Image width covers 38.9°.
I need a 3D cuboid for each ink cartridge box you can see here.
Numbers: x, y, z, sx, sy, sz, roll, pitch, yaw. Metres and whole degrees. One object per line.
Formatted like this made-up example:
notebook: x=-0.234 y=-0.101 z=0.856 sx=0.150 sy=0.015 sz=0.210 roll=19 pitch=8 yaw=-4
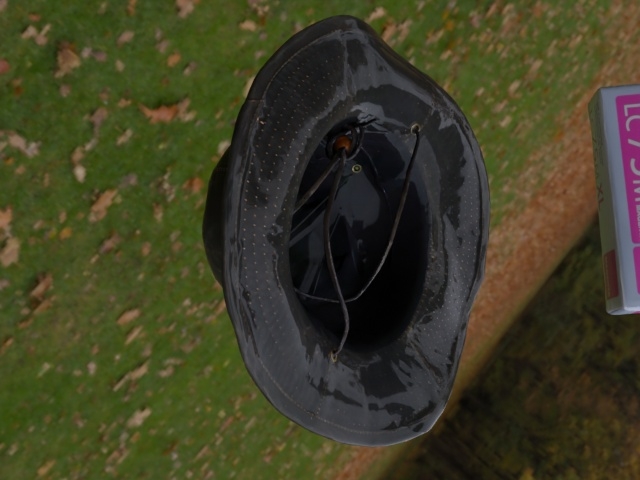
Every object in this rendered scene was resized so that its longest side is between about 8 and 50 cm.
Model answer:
ink cartridge box: x=0.385 y=-0.044 z=0.730 sx=0.065 sy=0.311 sz=0.186 roll=62 pitch=24 yaw=-81

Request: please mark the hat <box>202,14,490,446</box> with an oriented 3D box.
hat: x=0.000 y=0.000 z=0.704 sx=0.331 sy=0.134 sz=0.331 roll=2 pitch=88 yaw=-52
